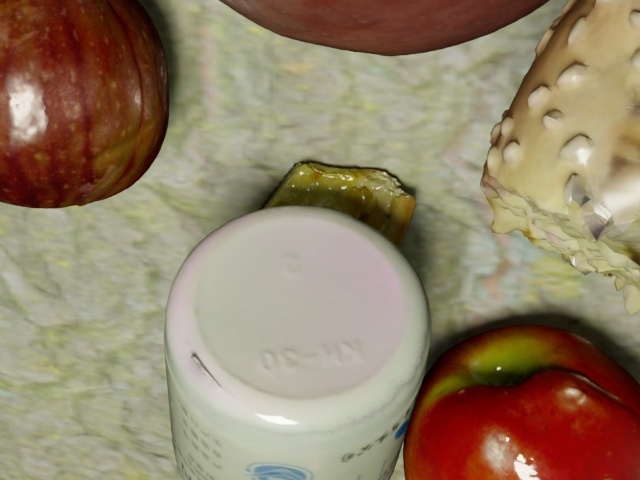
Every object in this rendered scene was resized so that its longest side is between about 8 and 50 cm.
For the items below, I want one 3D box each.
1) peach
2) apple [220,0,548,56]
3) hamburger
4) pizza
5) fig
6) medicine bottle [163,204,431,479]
[{"bbox_3d":[0.163,0.177,0.851,0.196,0.190,0.226,-18,116,7],"label":"peach"},{"bbox_3d":[0.030,-0.237,0.513,0.235,0.306,0.306,0,133,48],"label":"apple"},{"bbox_3d":[0.284,-0.050,0.589,0.445,0.268,0.287,26,92,-44],"label":"hamburger"},{"bbox_3d":[0.000,0.000,0.843,0.099,0.036,0.160,34,125,-15],"label":"pizza"},{"bbox_3d":[-0.174,-0.126,0.716,0.175,0.175,0.207,13,107,1],"label":"fig"},{"bbox_3d":[-0.023,0.118,0.823,0.170,0.170,0.293,11,147,2],"label":"medicine bottle"}]
